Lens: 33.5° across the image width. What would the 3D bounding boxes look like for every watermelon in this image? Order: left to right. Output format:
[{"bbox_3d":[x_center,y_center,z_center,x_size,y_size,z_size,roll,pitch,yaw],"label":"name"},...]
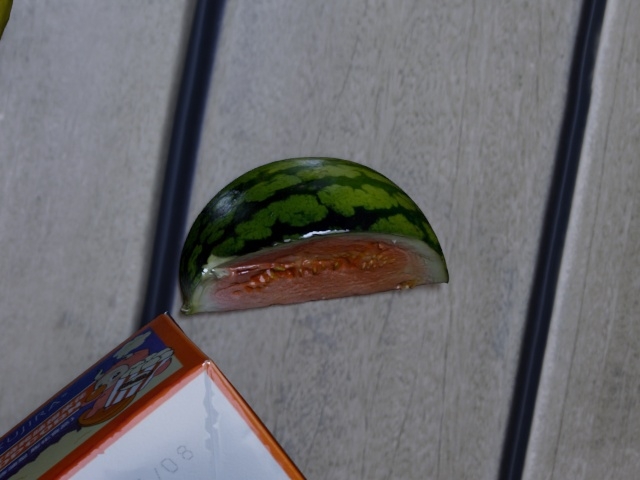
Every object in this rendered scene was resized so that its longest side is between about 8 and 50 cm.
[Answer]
[{"bbox_3d":[0.008,-0.006,1.107,0.303,0.128,0.159,-5,97,-17],"label":"watermelon"}]

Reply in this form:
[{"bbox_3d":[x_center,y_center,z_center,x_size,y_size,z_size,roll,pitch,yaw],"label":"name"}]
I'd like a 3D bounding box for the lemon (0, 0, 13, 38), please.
[{"bbox_3d":[-0.393,-0.206,0.884,0.316,0.285,0.285,-32,105,8],"label":"lemon"}]

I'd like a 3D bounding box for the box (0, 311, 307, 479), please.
[{"bbox_3d":[-0.174,0.307,1.012,0.349,0.257,0.318,-39,104,-10],"label":"box"}]
